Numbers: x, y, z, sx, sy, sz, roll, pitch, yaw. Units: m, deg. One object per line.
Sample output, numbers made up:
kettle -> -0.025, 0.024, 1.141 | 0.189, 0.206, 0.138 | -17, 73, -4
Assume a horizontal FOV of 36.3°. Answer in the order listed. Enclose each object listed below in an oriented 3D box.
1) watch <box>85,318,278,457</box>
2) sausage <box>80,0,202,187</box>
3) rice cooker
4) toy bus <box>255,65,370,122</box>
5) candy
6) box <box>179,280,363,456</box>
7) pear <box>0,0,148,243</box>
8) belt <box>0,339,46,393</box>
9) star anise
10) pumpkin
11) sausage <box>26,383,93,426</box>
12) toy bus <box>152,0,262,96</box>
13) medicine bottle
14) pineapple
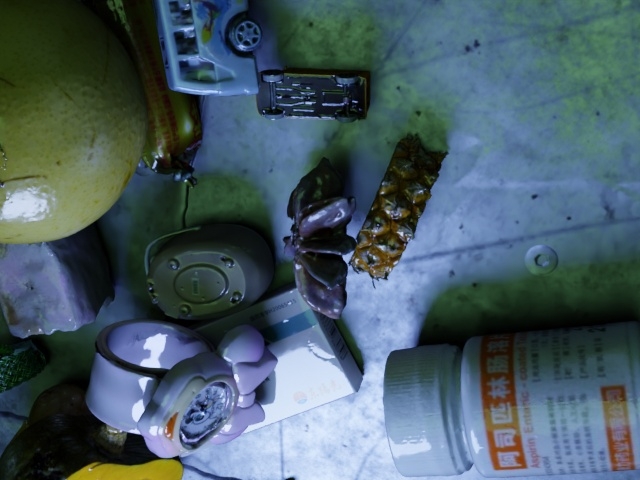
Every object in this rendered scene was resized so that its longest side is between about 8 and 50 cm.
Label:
watch -> -0.224, 0.199, 1.493 | 0.217, 0.248, 0.211 | 30, 116, 33
sausage -> -0.249, -0.222, 1.443 | 0.117, 0.125, 0.317 | -14, 105, 18
rice cooker -> -0.176, 0.050, 1.520 | 0.206, 0.127, 0.145 | -9, 105, 9
toy bus -> -0.010, -0.215, 1.413 | 0.162, 0.074, 0.069 | 4, 117, 11
candy -> -0.428, 0.044, 1.560 | 0.137, 0.185, 0.195 | -12, 101, 13
box -> -0.126, 0.210, 1.594 | 0.343, 0.065, 0.200 | -24, 101, 20
pear -> -0.402, -0.166, 1.304 | 0.348, 0.348, 0.348 | 5, 110, 13
belt -> -0.554, 0.216, 1.679 | 0.151, 0.121, 0.079 | -19, 98, 7
star anise -> 0.000, 0.000, 1.425 | 0.093, 0.229, 0.236 | -6, 90, -16
pumpkin -> -0.367, 0.370, 1.591 | 0.139, 0.317, 0.222 | 34, 106, 36
sausage -> -0.508, 0.466, 1.752 | 0.136, 0.123, 0.501 | 26, 114, 2
toy bus -> -0.168, -0.358, 1.352 | 0.136, 0.109, 0.330 | -12, 102, -15
medicine bottle -> 0.292, 0.235, 1.418 | 0.371, 0.211, 0.211 | -8, 107, 16
pineapple -> 0.104, -0.031, 1.415 | 0.079, 0.135, 0.233 | 24, 111, 5
